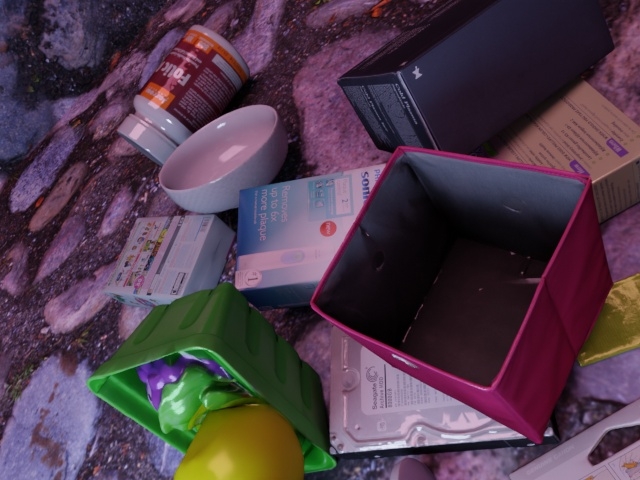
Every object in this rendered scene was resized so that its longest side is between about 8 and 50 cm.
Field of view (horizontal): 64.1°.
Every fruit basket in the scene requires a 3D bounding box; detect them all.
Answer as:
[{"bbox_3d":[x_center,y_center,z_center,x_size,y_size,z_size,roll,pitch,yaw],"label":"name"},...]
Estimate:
[{"bbox_3d":[-0.142,0.296,0.765,0.282,0.392,0.392,-19,52,24],"label":"fruit basket"}]

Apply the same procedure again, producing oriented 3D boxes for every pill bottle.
[{"bbox_3d":[-0.409,-0.420,1.529,0.224,0.224,0.392,27,78,43],"label":"pill bottle"}]

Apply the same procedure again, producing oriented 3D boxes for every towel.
[{"bbox_3d":[0.459,0.090,0.716,0.237,0.021,0.102,-27,48,19],"label":"towel"}]

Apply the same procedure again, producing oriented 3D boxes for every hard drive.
[{"bbox_3d":[0.173,0.209,0.811,0.338,0.064,0.237,-16,53,27],"label":"hard drive"}]

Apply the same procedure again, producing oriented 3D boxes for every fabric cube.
[{"bbox_3d":[0.193,0.068,0.669,0.254,0.258,0.259,20,73,40],"label":"fabric cube"}]

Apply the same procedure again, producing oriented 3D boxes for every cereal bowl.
[{"bbox_3d":[-0.222,-0.185,1.275,0.338,0.141,0.339,-20,39,17],"label":"cereal bowl"}]

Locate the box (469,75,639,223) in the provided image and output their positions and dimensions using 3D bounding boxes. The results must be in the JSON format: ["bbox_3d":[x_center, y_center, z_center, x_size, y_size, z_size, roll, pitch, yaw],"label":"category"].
[{"bbox_3d":[0.377,-0.119,0.846,0.243,0.117,0.214,-32,47,13],"label":"box"}]

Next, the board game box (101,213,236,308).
[{"bbox_3d":[-0.381,0.056,1.283,0.303,0.097,0.224,1,61,34],"label":"board game box"}]

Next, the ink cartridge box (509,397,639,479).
[{"bbox_3d":[0.397,0.305,0.570,0.296,0.066,0.261,-36,15,10],"label":"ink cartridge box"}]

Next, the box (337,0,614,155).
[{"bbox_3d":[0.250,-0.311,0.913,0.343,0.179,0.312,-36,20,-2],"label":"box"}]

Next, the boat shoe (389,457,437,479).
[{"bbox_3d":[0.125,0.445,0.658,0.105,0.113,0.306,-46,35,30],"label":"boat shoe"}]

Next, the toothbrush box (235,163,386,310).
[{"bbox_3d":[0.000,0.000,0.966,0.295,0.126,0.216,-7,64,13],"label":"toothbrush box"}]
